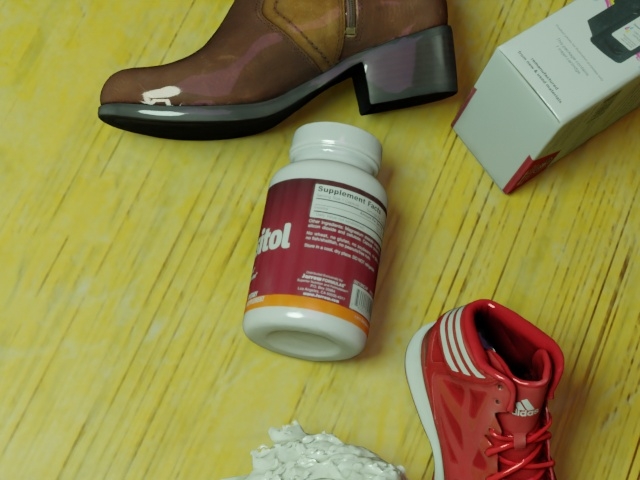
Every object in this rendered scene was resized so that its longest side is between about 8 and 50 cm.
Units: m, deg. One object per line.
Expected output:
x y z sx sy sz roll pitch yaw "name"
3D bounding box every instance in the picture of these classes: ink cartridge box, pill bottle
0.197 -0.125 1.001 0.175 0.127 0.072 -33 78 -21 "ink cartridge box"
0.000 0.000 0.937 0.086 0.086 0.152 13 68 -7 "pill bottle"

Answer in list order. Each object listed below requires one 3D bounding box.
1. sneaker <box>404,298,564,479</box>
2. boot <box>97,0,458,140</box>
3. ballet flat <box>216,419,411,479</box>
0.121 0.143 0.888 0.087 0.128 0.221 -19 76 -18 "sneaker"
-0.046 -0.220 0.957 0.264 0.096 0.280 -11 88 -5 "boot"
-0.115 0.255 0.817 0.409 0.147 0.147 -35 81 -24 "ballet flat"
